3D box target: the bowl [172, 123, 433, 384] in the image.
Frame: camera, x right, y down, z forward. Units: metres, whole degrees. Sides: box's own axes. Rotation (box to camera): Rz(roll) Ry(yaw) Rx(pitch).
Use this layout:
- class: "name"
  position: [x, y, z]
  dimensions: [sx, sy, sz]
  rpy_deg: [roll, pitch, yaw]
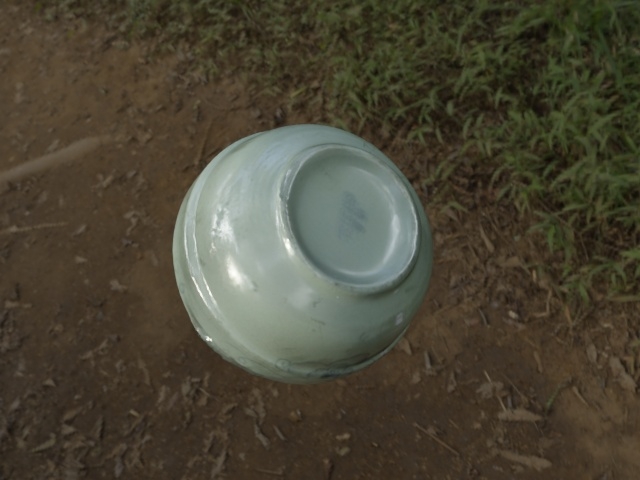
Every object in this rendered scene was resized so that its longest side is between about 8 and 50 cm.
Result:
- class: "bowl"
  position: [0.000, 0.000, 0.838]
  dimensions: [0.163, 0.307, 0.307]
  rpy_deg: [-37, 29, 59]
